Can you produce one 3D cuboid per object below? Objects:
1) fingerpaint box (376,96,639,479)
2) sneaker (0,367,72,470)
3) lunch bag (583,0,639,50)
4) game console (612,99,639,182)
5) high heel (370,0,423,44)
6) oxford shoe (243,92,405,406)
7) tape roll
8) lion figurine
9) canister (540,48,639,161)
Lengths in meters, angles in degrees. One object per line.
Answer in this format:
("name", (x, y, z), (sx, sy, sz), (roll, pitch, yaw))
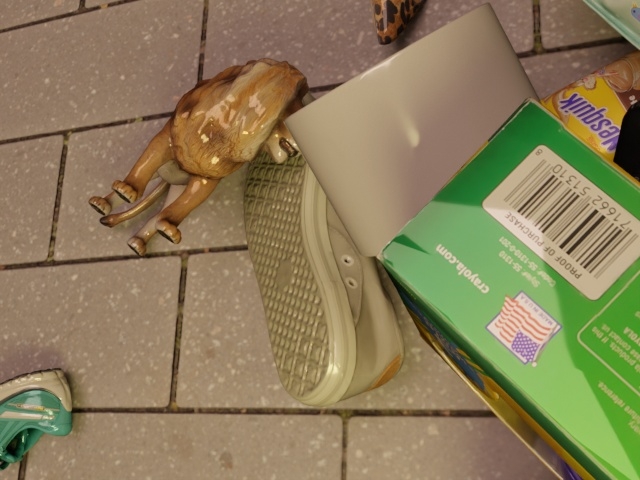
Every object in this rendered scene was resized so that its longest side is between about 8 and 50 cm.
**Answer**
("fingerpaint box", (0.269, 0.150, 0.609), (0.163, 0.371, 0.445), (-45, 72, -2))
("sneaker", (-0.472, 0.276, 1.102), (0.275, 0.107, 0.109), (-26, 75, 16))
("lunch bag", (0.377, -0.290, 0.803), (0.262, 0.223, 0.160), (44, 136, 26))
("game console", (0.385, 0.044, 0.749), (0.293, 0.250, 0.173), (28, 61, 28))
("high heel", (0.165, -0.371, 1.004), (0.186, 0.093, 0.261), (1, 66, 31))
("oxford shoe", (0.000, 0.000, 0.963), (0.169, 0.130, 0.449), (-47, 42, 39))
("tape roll", (0.106, -0.114, 0.818), (0.246, 0.246, 0.169), (-29, 98, 14))
("lion figurine", (-0.172, -0.110, 1.013), (0.240, 0.142, 0.392), (-54, 24, -19))
("canister", (0.330, -0.137, 0.876), (0.170, 0.073, 0.126), (-28, 66, 13))
